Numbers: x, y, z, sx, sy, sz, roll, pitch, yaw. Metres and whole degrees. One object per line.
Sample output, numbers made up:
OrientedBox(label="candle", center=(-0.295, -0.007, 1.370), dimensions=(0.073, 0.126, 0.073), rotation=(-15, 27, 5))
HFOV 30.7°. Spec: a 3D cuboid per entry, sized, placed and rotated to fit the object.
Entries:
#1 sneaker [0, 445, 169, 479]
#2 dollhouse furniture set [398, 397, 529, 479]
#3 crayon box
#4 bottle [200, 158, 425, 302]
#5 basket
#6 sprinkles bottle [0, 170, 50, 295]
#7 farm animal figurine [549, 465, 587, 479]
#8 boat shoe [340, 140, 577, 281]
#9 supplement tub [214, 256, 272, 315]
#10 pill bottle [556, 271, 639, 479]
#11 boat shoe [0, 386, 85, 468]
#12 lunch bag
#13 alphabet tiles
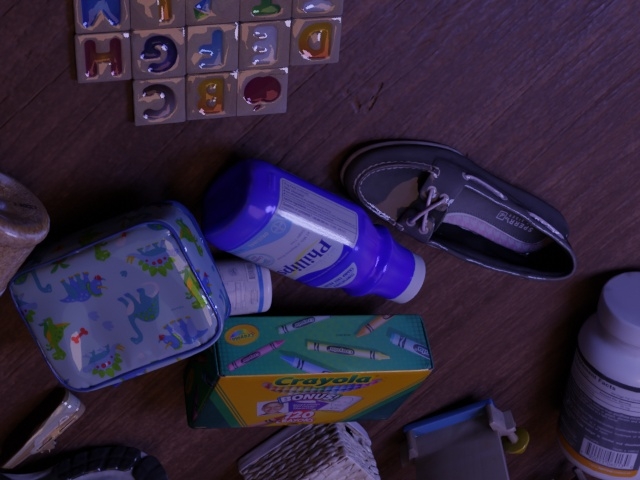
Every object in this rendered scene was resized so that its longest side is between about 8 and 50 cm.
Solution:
OrientedBox(label="sneaker", center=(-0.400, 0.391, 1.510), dimensions=(0.410, 0.158, 0.182), rotation=(-3, 136, -14))
OrientedBox(label="dollhouse furniture set", center=(0.180, 0.421, 1.632), dimensions=(0.303, 0.286, 0.198), rotation=(-22, 129, 12))
OrientedBox(label="crayon box", center=(-0.019, 0.165, 1.468), dimensions=(0.278, 0.081, 0.165), rotation=(1, 149, -20))
OrientedBox(label="bottle", center=(0.000, 0.000, 1.370), dimensions=(0.282, 0.092, 0.118), rotation=(25, 139, -33))
OrientedBox(label="basket", center=(-0.011, 0.322, 1.612), dimensions=(0.167, 0.103, 0.113), rotation=(-36, 129, 9))
OrientedBox(label="sprinkles bottle", center=(-0.436, 0.081, 1.265), dimensions=(0.121, 0.121, 0.355), rotation=(27, 113, -34))
OrientedBox(label="farm animal figurine", center=(0.307, 0.535, 1.823), dimensions=(0.326, 0.172, 0.330), rotation=(-15, 139, -15))
OrientedBox(label="boat shoe", center=(0.181, -0.032, 1.415), dimensions=(0.335, 0.095, 0.112), rotation=(17, 119, -30))
OrientedBox(label="supplement tub", center=(-0.116, 0.056, 1.393), dimensions=(0.107, 0.071, 0.071), rotation=(-5, 127, -15))
OrientedBox(label="pill bottle", center=(0.431, 0.191, 1.631), dimensions=(0.162, 0.162, 0.278), rotation=(-6, 127, -15))
OrientedBox(label="boat shoe", center=(-0.350, 0.244, 1.467), dimensions=(0.135, 0.050, 0.045), rotation=(-43, 122, 15))
OrientedBox(label="lunch bag", center=(-0.220, 0.066, 1.304), dimensions=(0.219, 0.090, 0.176), rotation=(-22, 108, 14))
OrientedBox(label="alphabet tiles", center=(-0.110, -0.272, 1.184), dimensions=(0.285, 0.011, 0.343), rotation=(-7, 128, -15))
